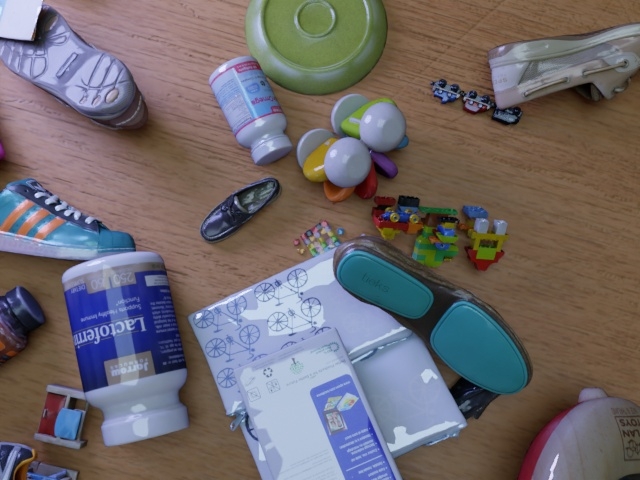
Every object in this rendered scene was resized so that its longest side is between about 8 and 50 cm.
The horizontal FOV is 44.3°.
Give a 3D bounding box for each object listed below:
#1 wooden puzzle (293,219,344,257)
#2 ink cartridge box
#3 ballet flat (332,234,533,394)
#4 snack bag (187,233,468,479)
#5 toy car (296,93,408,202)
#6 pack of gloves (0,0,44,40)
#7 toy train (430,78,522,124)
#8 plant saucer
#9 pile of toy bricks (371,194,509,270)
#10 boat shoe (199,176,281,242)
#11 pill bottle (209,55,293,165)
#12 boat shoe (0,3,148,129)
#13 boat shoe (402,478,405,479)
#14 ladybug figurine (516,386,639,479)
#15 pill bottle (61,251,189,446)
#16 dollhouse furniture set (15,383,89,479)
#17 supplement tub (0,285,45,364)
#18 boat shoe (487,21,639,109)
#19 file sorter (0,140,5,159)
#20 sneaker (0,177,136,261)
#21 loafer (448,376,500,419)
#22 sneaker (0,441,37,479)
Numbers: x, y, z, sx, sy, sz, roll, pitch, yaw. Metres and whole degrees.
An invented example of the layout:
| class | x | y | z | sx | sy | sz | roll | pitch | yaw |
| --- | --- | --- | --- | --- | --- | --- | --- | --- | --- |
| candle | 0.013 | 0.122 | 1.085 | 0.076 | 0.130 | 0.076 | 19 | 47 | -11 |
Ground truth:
| class | x | y | z | sx | sy | sz | roll | pitch | yaw |
| --- | --- | --- | --- | --- | --- | --- | --- | --- | --- |
| wooden puzzle | 0.000 | 0.000 | 1.262 | 0.083 | 0.006 | 0.049 | -33 | 83 | -5 |
| ink cartridge box | 0.012 | 0.304 | 1.095 | 0.165 | 0.065 | 0.332 | -21 | 70 | -6 |
| ballet flat | 0.169 | 0.096 | 1.169 | 0.342 | 0.124 | 0.116 | 32 | 113 | -4 |
| snack bag | 0.004 | 0.196 | 1.184 | 0.323 | 0.037 | 0.342 | -23 | 70 | -5 |
| toy car | 0.063 | -0.136 | 1.227 | 0.182 | 0.159 | 0.136 | -46 | 119 | -7 |
| pack of gloves | -0.498 | -0.406 | 1.274 | 0.232 | 0.046 | 0.195 | 9 | 82 | 33 |
| toy train | 0.252 | -0.225 | 1.288 | 0.158 | 0.027 | 0.036 | 21 | 93 | 2 |
| plant saucer | -0.007 | -0.361 | 1.301 | 0.241 | 0.037 | 0.241 | 0 | 82 | -1 |
| pile of toy bricks | 0.172 | 0.000 | 1.227 | 0.212 | 0.118 | 0.105 | 4 | 110 | -15 |
| boat shoe | -0.130 | -0.054 | 1.247 | 0.152 | 0.049 | 0.056 | -40 | 84 | -5 |
| pill bottle | -0.107 | -0.204 | 1.251 | 0.087 | 0.087 | 0.160 | -26 | 83 | -4 |
| boat shoe | -0.395 | -0.266 | 1.245 | 0.324 | 0.116 | 0.123 | 40 | 86 | 26 |
| boat shoe | 0.108 | 0.414 | 1.160 | 0.342 | 0.123 | 0.123 | 7 | 51 | 11 |
| ladybug figurine | 0.380 | 0.433 | 1.095 | 0.305 | 0.162 | 0.449 | 8 | 78 | -31 |
| pill bottle | -0.282 | 0.160 | 1.163 | 0.153 | 0.153 | 0.264 | -14 | 82 | -2 |
| dollhouse furniture set | -0.427 | 0.306 | 1.152 | 0.129 | 0.129 | 0.183 | 12 | 83 | 2 |
| supplement tub | -0.520 | 0.151 | 1.188 | 0.198 | 0.106 | 0.106 | -33 | 83 | -5 |
| boat shoe | 0.439 | -0.276 | 1.257 | 0.341 | 0.121 | 0.110 | -8 | 95 | 0 |
| file sorter | -0.648 | -0.230 | 1.173 | 0.202 | 0.182 | 0.290 | -26 | 74 | 4 |
| sneaker | -0.429 | -0.034 | 1.214 | 0.302 | 0.108 | 0.121 | 9 | 86 | 2 |
| loafer | 0.230 | 0.245 | 1.207 | 0.170 | 0.062 | 0.061 | -23 | 105 | 0 |
| sneaker | -0.422 | 0.371 | 1.037 | 0.083 | 0.084 | 0.215 | 0 | 81 | -5 |
